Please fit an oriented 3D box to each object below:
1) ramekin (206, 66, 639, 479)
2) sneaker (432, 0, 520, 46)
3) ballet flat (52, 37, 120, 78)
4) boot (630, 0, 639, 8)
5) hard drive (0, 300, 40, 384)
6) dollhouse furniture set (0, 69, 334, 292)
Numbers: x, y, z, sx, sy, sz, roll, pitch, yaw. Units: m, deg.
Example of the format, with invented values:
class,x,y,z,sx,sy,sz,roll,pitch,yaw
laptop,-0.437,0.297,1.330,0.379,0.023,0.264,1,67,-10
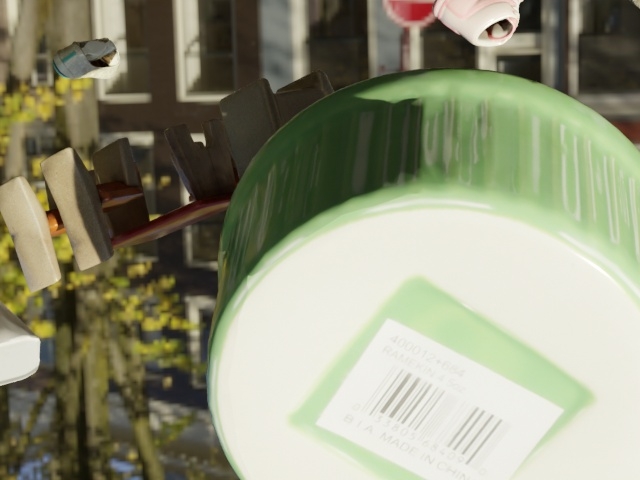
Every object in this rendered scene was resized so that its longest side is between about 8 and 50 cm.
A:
class,x,y,z,sx,sy,sz,roll,pitch,yaw
ramekin,0.075,0.061,0.743,0.303,0.303,0.148,0,-151,7
sneaker,0.177,-0.225,1.172,0.134,0.051,0.070,-27,-120,-30
ballet flat,-0.294,-0.243,1.613,0.052,0.057,0.168,-35,-176,19
boot,0.511,-0.440,1.776,0.076,0.208,0.189,50,-159,22
hard drive,-0.386,0.041,0.961,0.203,0.040,0.307,-13,-146,-39
dollhouse furniture set,-0.089,-0.032,1.017,0.259,0.135,0.262,-21,178,42
